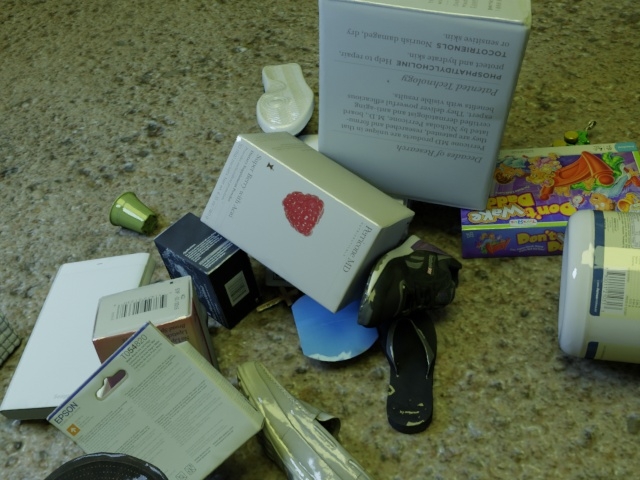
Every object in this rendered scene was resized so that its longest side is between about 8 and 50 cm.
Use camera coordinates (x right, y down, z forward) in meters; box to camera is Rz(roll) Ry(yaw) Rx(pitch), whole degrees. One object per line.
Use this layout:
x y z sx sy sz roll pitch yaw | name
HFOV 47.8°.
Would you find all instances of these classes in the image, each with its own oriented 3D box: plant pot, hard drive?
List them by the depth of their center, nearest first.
-0.421 0.163 1.277 0.203 0.040 0.307 -8 48 19 | hard drive
-0.394 -0.051 1.546 0.079 0.083 0.083 29 55 19 | plant pot

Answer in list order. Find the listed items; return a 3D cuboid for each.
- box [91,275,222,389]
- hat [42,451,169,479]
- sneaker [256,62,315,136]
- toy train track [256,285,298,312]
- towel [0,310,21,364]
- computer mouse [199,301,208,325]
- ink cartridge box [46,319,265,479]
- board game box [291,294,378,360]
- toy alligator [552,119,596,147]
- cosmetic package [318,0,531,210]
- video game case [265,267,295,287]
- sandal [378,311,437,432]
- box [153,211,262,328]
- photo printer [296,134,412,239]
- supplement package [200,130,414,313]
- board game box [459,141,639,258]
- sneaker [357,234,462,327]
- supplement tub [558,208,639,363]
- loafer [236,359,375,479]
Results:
-0.242 0.194 1.119 0.149 0.232 0.126 -14 27 -4 | box
-0.282 0.457 0.940 0.332 0.134 0.331 -13 54 19 | hat
-0.074 -0.282 1.653 0.131 0.148 0.350 -4 33 2 | sneaker
-0.079 0.114 1.346 0.083 0.014 0.048 -25 52 -7 | toy train track
-0.690 0.186 1.241 0.122 0.235 0.283 5 45 25 | towel
-0.312 0.192 1.279 0.272 0.072 0.188 -23 45 5 | computer mouse
-0.235 0.255 1.038 0.223 0.224 0.045 -42 8 11 | ink cartridge box
0.026 0.153 1.269 0.133 0.033 0.168 -12 44 -7 | board game box
0.536 -0.198 1.511 0.190 0.056 0.051 -35 48 -23 | toy alligator
0.185 -0.324 1.318 0.328 0.393 0.329 10 49 8 | cosmetic package
0.000 0.000 1.365 0.202 0.023 0.183 2 83 15 | video game case
0.148 0.191 1.185 0.097 0.054 0.254 -7 43 5 | sandal
-0.205 0.056 1.329 0.158 0.155 0.093 28 57 35 | box
0.039 -0.116 1.493 0.308 0.107 0.256 2 45 14 | photo printer
-0.021 -0.041 1.250 0.293 0.177 0.175 33 21 16 | supplement package
0.443 -0.079 1.391 0.348 0.078 0.233 -3 44 9 | board game box
0.163 0.074 1.222 0.124 0.107 0.283 23 30 19 | sneaker
0.537 0.076 1.092 0.325 0.235 0.235 4 45 16 | supplement tub
-0.022 0.295 1.081 0.112 0.112 0.319 -25 52 -22 | loafer
